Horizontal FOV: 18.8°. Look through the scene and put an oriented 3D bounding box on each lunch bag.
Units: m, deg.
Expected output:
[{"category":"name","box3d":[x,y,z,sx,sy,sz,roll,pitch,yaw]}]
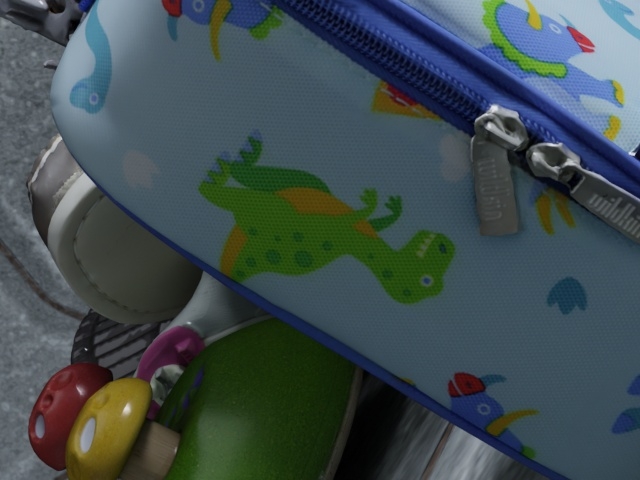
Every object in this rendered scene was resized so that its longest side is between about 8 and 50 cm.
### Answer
[{"category":"lunch bag","box3d":[0.037,-0.047,0.473,0.090,0.176,0.219,-55,4,26]}]

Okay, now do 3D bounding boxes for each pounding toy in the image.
[{"category":"pounding toy","box3d":[-0.078,0.115,0.824,0.183,0.110,0.237,-51,15,50]}]

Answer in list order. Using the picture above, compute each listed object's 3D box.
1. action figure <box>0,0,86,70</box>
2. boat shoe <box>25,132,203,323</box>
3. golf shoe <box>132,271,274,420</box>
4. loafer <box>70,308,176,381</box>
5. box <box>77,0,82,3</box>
[{"category":"action figure","box3d":[-0.063,-0.126,1.017,0.099,0.185,0.285,-64,-7,33]},{"category":"boat shoe","box3d":[-0.066,-0.026,1.059,0.116,0.096,0.324,-47,-22,17]},{"category":"golf shoe","box3d":[0.000,0.000,0.976,0.306,0.115,0.140,-54,2,21]},{"category":"loafer","box3d":[-0.062,0.056,1.293,0.134,0.130,0.366,-24,18,15]},{"category":"box","box3d":[0.012,-0.105,0.779,0.207,0.153,0.108,12,64,48]}]
